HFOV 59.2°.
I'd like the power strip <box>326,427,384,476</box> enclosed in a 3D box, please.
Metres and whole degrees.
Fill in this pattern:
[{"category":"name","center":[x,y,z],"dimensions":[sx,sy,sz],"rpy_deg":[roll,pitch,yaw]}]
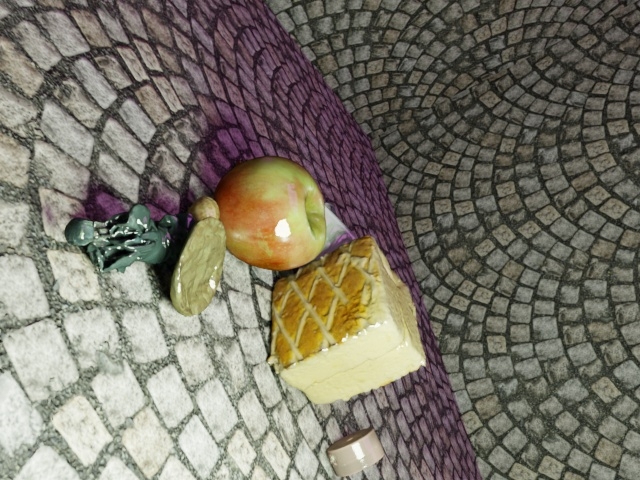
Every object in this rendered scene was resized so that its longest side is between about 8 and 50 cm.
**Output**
[{"category":"power strip","center":[0.095,0.590,1.567],"dimensions":[0.078,0.154,0.154],"rpy_deg":[65,18,8]}]

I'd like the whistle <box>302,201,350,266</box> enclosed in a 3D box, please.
[{"category":"whistle","center":[-0.046,-0.036,1.916],"dimensions":[0.405,0.188,0.168],"rpy_deg":[28,41,-60]}]

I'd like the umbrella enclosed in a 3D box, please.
[{"category":"umbrella","center":[-0.364,-0.001,1.136],"dimensions":[0.349,0.094,0.143],"rpy_deg":[18,67,-70]}]

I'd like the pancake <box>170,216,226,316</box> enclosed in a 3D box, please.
[{"category":"pancake","center":[-0.272,0.054,1.252],"dimensions":[0.242,0.050,0.242],"rpy_deg":[13,90,-81]}]

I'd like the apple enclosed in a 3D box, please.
[{"category":"apple","center":[-0.144,-0.073,1.554],"dimensions":[0.319,0.277,0.319],"rpy_deg":[-9,90,-69]}]

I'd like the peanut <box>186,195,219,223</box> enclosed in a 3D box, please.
[{"category":"peanut","center":[-0.292,-0.028,1.413],"dimensions":[0.089,0.089,0.192],"rpy_deg":[35,34,-56]}]

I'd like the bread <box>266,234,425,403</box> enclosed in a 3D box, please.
[{"category":"bread","center":[0.067,0.233,1.604],"dimensions":[0.279,0.371,0.390],"rpy_deg":[49,20,-29]}]

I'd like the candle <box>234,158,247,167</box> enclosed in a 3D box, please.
[{"category":"candle","center":[-0.256,-0.212,1.793],"dimensions":[0.053,0.048,0.162],"rpy_deg":[30,36,-32]}]

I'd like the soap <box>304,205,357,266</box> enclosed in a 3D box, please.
[{"category":"soap","center":[0.000,0.000,1.786],"dimensions":[0.289,0.095,0.173],"rpy_deg":[45,69,-22]}]
